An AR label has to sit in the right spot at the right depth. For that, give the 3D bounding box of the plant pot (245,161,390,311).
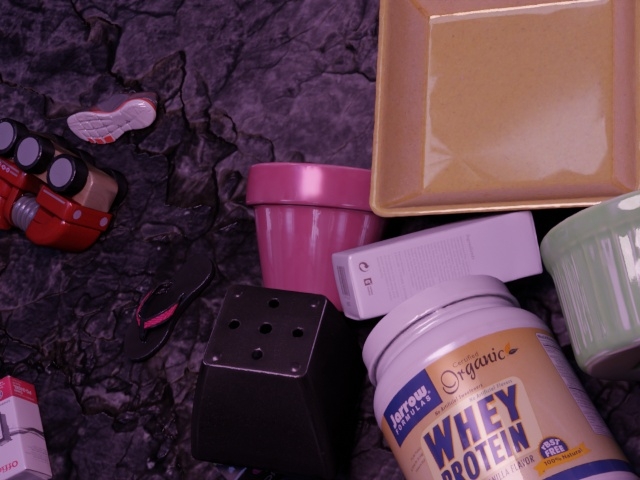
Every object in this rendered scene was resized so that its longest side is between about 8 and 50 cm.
[{"bbox_3d":[0.000,0.000,1.802,0.201,0.201,0.180,2,86,28],"label":"plant pot"}]

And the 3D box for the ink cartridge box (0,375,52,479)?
[{"bbox_3d":[-0.453,0.286,1.986,0.109,0.063,0.150,-27,59,15],"label":"ink cartridge box"}]

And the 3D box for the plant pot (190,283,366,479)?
[{"bbox_3d":[-0.058,0.159,1.709,0.187,0.167,0.188,7,50,13],"label":"plant pot"}]

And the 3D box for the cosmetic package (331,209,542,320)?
[{"bbox_3d":[0.138,0.028,1.685,0.231,0.117,0.086,-13,93,-9],"label":"cosmetic package"}]

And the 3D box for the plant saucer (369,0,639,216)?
[{"bbox_3d":[0.236,-0.185,1.720,0.332,0.081,0.333,-2,75,21],"label":"plant saucer"}]

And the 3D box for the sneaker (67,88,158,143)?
[{"bbox_3d":[-0.309,-0.193,2.126,0.157,0.061,0.065,-8,39,24],"label":"sneaker"}]

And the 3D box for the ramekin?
[{"bbox_3d":[0.398,0.050,1.502,0.303,0.303,0.148,-15,71,22],"label":"ramekin"}]

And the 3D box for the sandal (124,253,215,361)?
[{"bbox_3d":[-0.221,0.089,1.959,0.067,0.040,0.179,39,90,34],"label":"sandal"}]

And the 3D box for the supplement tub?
[{"bbox_3d":[0.197,0.218,1.572,0.228,0.228,0.316,-35,58,11],"label":"supplement tub"}]

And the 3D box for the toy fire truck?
[{"bbox_3d":[-0.443,-0.035,2.077,0.217,0.158,0.246,30,97,33],"label":"toy fire truck"}]

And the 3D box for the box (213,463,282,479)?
[{"bbox_3d":[-0.088,0.282,1.782,0.062,0.083,0.052,-50,56,1],"label":"box"}]
